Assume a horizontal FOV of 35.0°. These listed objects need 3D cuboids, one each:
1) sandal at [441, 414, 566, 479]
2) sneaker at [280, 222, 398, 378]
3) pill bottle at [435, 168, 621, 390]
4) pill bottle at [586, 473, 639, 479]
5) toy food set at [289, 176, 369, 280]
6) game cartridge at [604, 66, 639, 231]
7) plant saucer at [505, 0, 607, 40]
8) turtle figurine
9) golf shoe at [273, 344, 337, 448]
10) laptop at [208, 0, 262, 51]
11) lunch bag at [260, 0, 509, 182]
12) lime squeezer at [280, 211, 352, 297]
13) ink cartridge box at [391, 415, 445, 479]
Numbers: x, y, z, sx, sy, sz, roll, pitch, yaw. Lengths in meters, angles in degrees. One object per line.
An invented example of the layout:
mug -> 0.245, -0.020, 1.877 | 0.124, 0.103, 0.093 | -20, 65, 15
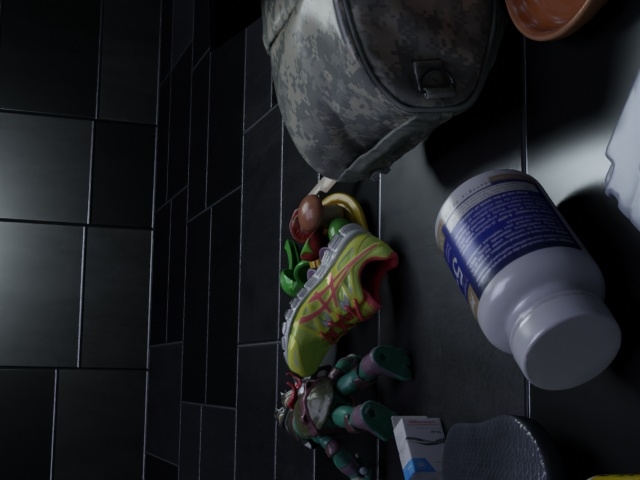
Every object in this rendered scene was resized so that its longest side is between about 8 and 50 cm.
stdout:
sandal -> 0.177, 0.209, 0.950 | 0.254, 0.054, 0.097 | 163, 116, -80
sneaker -> 0.027, 0.081, 1.265 | 0.094, 0.081, 0.209 | 23, 82, 34
pill bottle -> 0.177, 0.033, 0.869 | 0.187, 0.112, 0.112 | -110, 30, -51
pill bottle -> 0.228, 0.208, 0.762 | 0.116, 0.065, 0.065 | 147, 124, -66
toy food set -> 0.000, 0.000, 1.388 | 0.128, 0.071, 0.218 | -40, 54, 41
game cartridge -> 0.292, -0.048, 0.644 | 0.294, 0.060, 0.196 | -114, 30, -53
plant saucer -> 0.224, -0.277, 0.905 | 0.200, 0.037, 0.200 | -176, 90, -72
turtle figurine -> 0.028, 0.218, 1.284 | 0.234, 0.118, 0.175 | 138, 133, -56
golf shoe -> -0.002, 0.208, 1.449 | 0.094, 0.077, 0.198 | 45, 133, 43
laptop -> -0.028, -0.479, 1.186 | 0.382, 0.236, 0.408 | 129, 137, -80
lunch bag -> 0.060, -0.215, 1.102 | 0.305, 0.212, 0.256 | 149, 120, -71
lime squeezer -> -0.009, 0.033, 1.534 | 0.110, 0.059, 0.310 | -58, 11, -18
ink cartridge box -> 0.112, 0.224, 1.123 | 0.028, 0.048, 0.083 | 114, 152, -45
